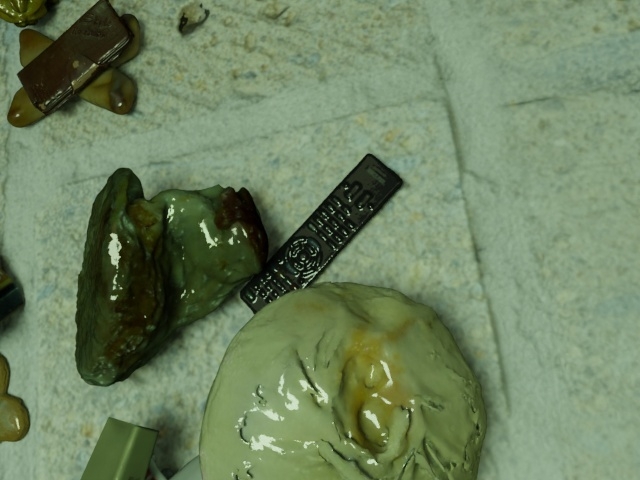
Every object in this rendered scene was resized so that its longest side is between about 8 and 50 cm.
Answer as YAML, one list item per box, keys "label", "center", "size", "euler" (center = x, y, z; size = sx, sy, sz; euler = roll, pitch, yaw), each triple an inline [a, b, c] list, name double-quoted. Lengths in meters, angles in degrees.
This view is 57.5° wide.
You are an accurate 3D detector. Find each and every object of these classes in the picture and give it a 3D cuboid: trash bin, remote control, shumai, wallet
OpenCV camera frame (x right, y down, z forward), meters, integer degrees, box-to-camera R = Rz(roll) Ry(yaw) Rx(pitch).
- label: "trash bin"
  center: [-0.214, 0.238, 0.612]
  size: [0.061, 0.043, 0.092]
  euler: [-1, 65, 36]
- label: "remote control"
  center: [0.000, 0.000, 0.715]
  size: [0.245, 0.025, 0.063]
  euler: [-47, 70, 0]
- label: "shumai"
  center: [-0.182, 0.054, 0.708]
  size: [0.272, 0.203, 0.222]
  euler: [-54, 37, 36]
- label: "wallet"
  center: [-0.354, -0.265, 0.838]
  size: [0.176, 0.026, 0.095]
  euler: [-37, 72, 5]

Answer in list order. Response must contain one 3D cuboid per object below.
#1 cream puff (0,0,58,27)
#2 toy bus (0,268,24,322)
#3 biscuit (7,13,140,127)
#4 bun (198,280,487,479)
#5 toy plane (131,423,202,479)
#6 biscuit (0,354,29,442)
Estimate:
- label: "cream puff"
  center: [-0.469, -0.396, 0.914]
  size: [0.146, 0.146, 0.116]
  euler: [-8, 113, 14]
- label: "toy bus"
  center: [-0.558, 0.117, 0.768]
  size: [0.275, 0.138, 0.167]
  euler: [-34, 103, 5]
- label: "biscuit"
  center: [-0.369, -0.253, 0.878]
  size: [0.207, 0.047, 0.164]
  euler: [-2, 74, 16]
- label: "bun"
  center: [0.037, 0.169, 0.544]
  size: [0.287, 0.146, 0.287]
  euler: [4, 79, -21]
- label: "toy plane"
  center: [-0.136, 0.298, 0.630]
  size: [0.252, 0.118, 0.252]
  euler: [-5, 76, 18]
- label: "biscuit"
  center: [-0.500, 0.273, 0.789]
  size: [0.234, 0.030, 0.153]
  euler: [-39, 67, 3]
